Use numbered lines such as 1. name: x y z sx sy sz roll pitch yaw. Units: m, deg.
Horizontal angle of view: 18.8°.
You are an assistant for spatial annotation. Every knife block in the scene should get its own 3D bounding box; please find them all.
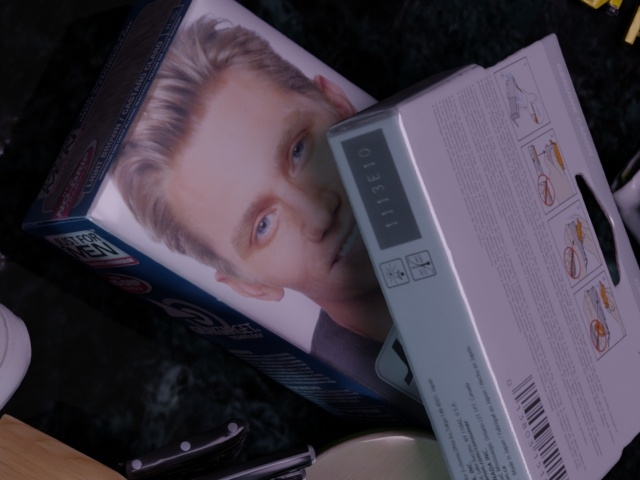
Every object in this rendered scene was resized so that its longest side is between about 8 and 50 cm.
1. knife block: -0.115 0.221 1.135 0.242 0.088 0.276 28 71 4

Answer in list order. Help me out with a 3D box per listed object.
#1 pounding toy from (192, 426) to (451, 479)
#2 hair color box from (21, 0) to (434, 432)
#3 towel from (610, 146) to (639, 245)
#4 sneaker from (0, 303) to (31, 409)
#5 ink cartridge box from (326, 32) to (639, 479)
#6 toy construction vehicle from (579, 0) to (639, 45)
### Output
1. pounding toy: 0.014 0.205 1.284 0.236 0.110 0.183 -12 102 -4
2. hair color box: 0.000 0.000 1.266 0.347 0.105 0.174 32 72 -26
3. towel: 0.421 -0.014 1.538 0.320 0.090 0.374 -49 112 -20
4. sneaker: -0.291 0.073 1.051 0.305 0.152 0.114 -9 63 -32
5. ink cartridge box: 0.126 0.020 1.247 0.239 0.060 0.275 -30 102 -57
6. toy construction vehicle: 0.236 -0.192 1.464 0.098 0.035 0.086 23 88 -26
